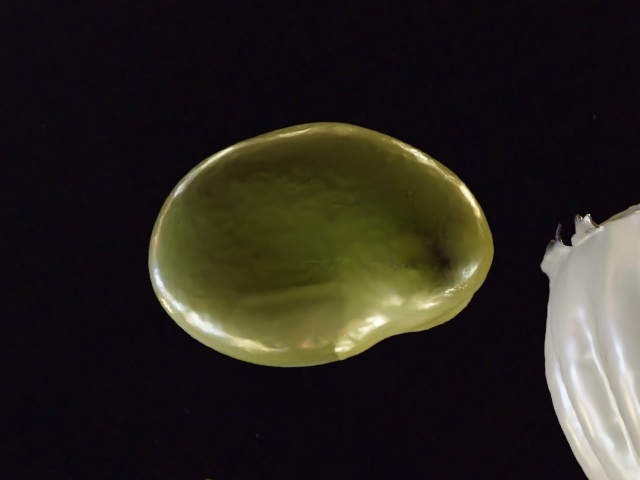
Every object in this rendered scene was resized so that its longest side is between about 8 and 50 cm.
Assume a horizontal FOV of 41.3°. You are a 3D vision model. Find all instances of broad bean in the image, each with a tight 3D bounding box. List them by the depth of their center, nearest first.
[{"bbox_3d":[0.000,0.000,0.653,0.263,0.121,0.189,-4,-100,-9],"label":"broad bean"}]

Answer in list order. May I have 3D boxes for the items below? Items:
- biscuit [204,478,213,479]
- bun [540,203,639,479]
[{"bbox_3d":[0.006,0.320,0.645,0.283,0.432,0.064,38,-96,-15],"label":"biscuit"},{"bbox_3d":[0.214,0.095,0.331,0.263,0.263,0.175,5,-110,16],"label":"bun"}]
